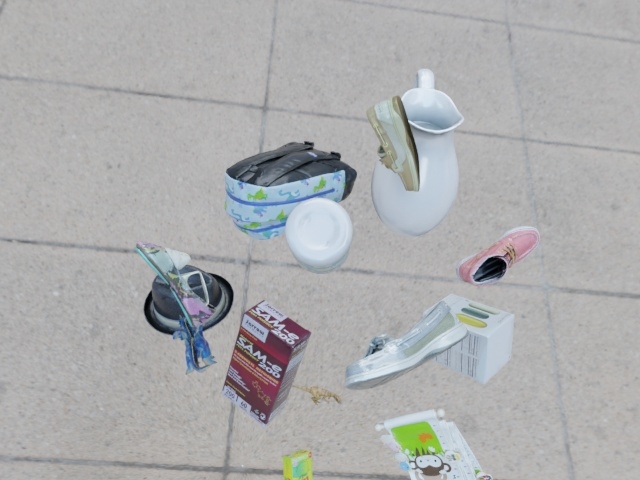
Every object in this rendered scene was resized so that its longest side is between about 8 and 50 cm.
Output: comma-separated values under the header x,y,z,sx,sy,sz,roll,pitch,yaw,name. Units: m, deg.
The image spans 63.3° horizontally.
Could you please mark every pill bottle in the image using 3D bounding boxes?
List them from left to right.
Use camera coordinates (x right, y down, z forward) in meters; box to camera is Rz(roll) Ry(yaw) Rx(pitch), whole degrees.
x,y,z,sx,sy,sz,roll,pitch,yaw,name
0.000,0.000,1.213,0.146,0.264,0.146,0,80,2,pill bottle

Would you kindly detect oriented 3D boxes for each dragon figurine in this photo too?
x,y,z,sx,sy,sz,roll,pitch,yaw,name
-0.336,0.267,1.371,0.085,0.289,0.144,-20,92,-8,dragon figurine

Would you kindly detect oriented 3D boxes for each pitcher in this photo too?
x,y,z,sx,sy,sz,roll,pitch,yaw,name
0.141,-0.125,0.754,0.125,0.207,0.178,6,46,4,pitcher

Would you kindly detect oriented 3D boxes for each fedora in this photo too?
x,y,z,sx,sy,sz,roll,pitch,yaw,name
-0.490,0.189,1.890,0.333,0.153,0.334,-2,46,2,fedora

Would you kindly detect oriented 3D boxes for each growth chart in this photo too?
x,y,z,sx,sy,sz,roll,pitch,yaw,name
0.228,0.432,1.032,0.237,0.171,0.021,54,26,-9,growth chart

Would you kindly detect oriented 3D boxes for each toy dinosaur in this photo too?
x,y,z,sx,sy,sz,roll,pitch,yaw,name
-0.025,0.552,1.902,0.211,0.112,0.064,13,54,-1,toy dinosaur

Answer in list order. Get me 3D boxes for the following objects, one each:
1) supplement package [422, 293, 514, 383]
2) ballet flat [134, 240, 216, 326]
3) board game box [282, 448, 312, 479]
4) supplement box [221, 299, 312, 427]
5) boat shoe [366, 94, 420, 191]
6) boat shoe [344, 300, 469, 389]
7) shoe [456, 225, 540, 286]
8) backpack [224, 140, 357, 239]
x,y,z,sx,sy,sz,roll,pitch,yaw,name
0.539,0.352,1.909,0.199,0.198,0.262,-23,29,-39,supplement package
-0.284,0.076,1.052,0.079,0.077,0.222,-36,115,-15,ballet flat
-0.070,0.771,1.650,0.092,0.043,0.182,4,81,-49,board game box
-0.118,0.260,1.087,0.130,0.240,0.073,30,31,21,supplement box
0.091,-0.112,0.628,0.045,0.135,0.050,-10,42,18,boat shoe
0.175,0.222,1.096,0.320,0.118,0.103,-19,68,-28,boat shoe
0.346,0.032,0.975,0.177,0.081,0.064,-28,98,-1,shoe
-0.117,-0.154,1.528,0.290,0.274,0.355,28,22,28,backpack
